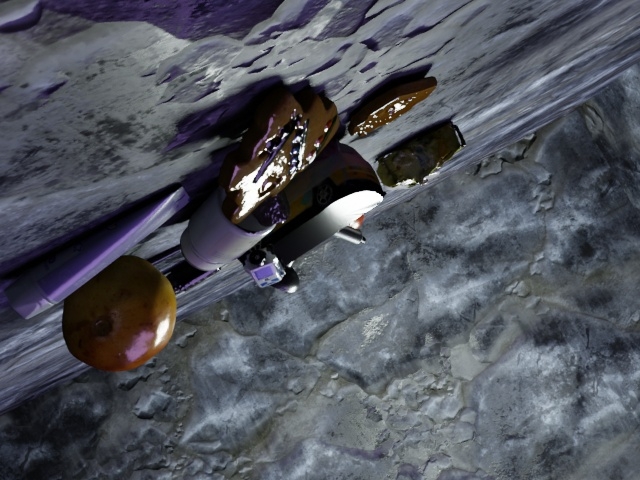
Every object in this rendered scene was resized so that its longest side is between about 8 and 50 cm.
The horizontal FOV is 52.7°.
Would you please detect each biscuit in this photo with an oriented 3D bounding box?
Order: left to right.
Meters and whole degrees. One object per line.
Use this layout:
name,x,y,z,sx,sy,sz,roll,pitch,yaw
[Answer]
biscuit,-0.053,-0.160,1.097,0.301,0.043,0.278,-35,159,-41
biscuit,0.136,-0.278,1.363,0.182,0.034,0.215,-23,175,-37

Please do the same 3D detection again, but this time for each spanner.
spanner,-0.323,0.000,1.729,0.316,0.024,0.087,-27,180,-14

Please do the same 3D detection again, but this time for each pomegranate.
pomegranate,-0.451,0.160,1.459,0.264,0.264,0.264,-28,175,-3

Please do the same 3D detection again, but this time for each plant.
plant,-0.114,-0.098,1.238,0.094,0.143,0.092,-15,-152,14

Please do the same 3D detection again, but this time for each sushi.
sushi,0.311,-0.251,1.992,0.291,0.139,0.131,-29,-177,-12

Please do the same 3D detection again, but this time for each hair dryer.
hair dryer,-0.002,0.020,1.827,0.320,0.284,0.156,-52,-152,5

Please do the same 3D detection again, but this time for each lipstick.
lipstick,-0.447,0.130,1.998,0.299,0.081,0.081,-29,175,5

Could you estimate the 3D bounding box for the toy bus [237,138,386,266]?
toy bus,-0.040,-0.088,1.525,0.386,0.162,0.171,-33,156,30

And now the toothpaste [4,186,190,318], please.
toothpaste,-0.404,0.016,1.213,0.371,0.080,0.125,-33,175,-7

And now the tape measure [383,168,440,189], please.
tape measure,0.300,-0.232,2.180,0.197,0.120,0.236,-17,179,4

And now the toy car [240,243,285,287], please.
toy car,-0.129,0.063,1.487,0.080,0.070,0.171,-20,160,0

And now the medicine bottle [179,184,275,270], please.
medicine bottle,-0.204,-0.030,1.393,0.143,0.143,0.258,-24,173,-39

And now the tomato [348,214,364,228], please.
tomato,0.056,-0.093,2.055,0.167,0.167,0.167,-28,175,-3
